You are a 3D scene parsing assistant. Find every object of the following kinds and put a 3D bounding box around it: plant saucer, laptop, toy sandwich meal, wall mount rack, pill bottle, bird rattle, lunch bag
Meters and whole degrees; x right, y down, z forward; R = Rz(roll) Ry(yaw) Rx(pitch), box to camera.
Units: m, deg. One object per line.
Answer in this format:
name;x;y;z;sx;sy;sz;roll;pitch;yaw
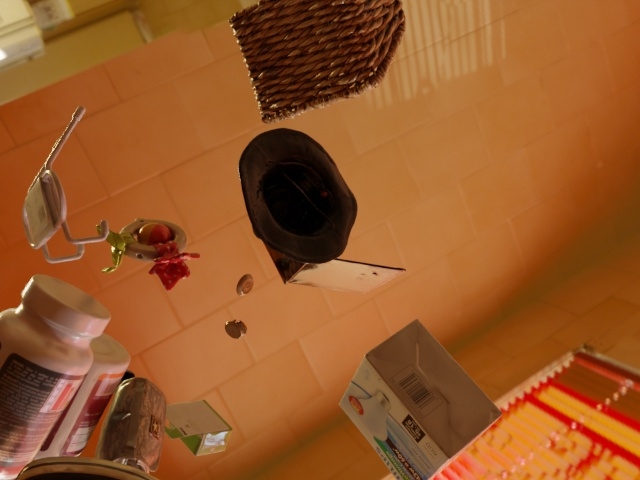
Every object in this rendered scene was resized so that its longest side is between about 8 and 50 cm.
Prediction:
plant saucer;-0.260;0.158;2.189;0.015;0.083;0.083;22;-37;32
laptop;0.000;0.000;1.882;0.408;0.236;0.382;62;-20;7
toy sandwich meal;-0.300;0.312;2.213;0.085;0.029;0.085;14;-54;21
wall mount rack;-0.584;-0.118;1.408;0.350;0.130;0.304;-21;-97;52
pill bottle;-0.587;0.265;1.239;0.210;0.363;0.210;32;-3;2
bird rattle;-0.405;0.005;1.507;0.207;0.253;0.143;-72;163;-57
lunch bag;-0.529;0.548;1.755;0.287;0.169;0.235;122;-26;-45
pill bottle;-0.692;0.438;1.661;0.224;0.392;0.224;29;2;-1

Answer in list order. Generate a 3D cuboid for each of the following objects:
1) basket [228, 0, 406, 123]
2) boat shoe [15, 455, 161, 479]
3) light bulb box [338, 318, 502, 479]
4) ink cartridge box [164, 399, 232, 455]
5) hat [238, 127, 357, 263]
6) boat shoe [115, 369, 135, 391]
basket;0.015;-0.367;1.175;0.299;0.213;0.223;-10;-77;42
boat shoe;-0.296;0.526;1.067;0.500;0.156;0.187;32;-55;-9
light bulb box;0.273;0.492;1.828;0.358;0.225;0.361;49;-32;24
ink cartridge box;-0.461;0.642;2.130;0.189;0.255;0.097;31;-74;40
hat;-0.076;-0.078;1.350;0.134;0.331;0.331;-31;-94;41
boat shoe;-0.680;0.458;2.014;0.233;0.079;0.084;4;88;-79
